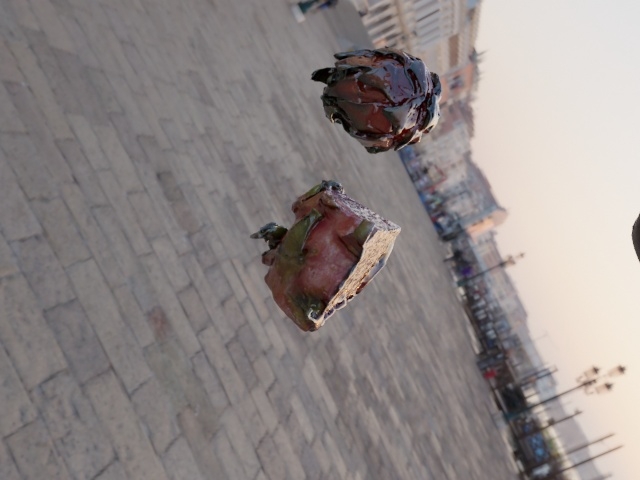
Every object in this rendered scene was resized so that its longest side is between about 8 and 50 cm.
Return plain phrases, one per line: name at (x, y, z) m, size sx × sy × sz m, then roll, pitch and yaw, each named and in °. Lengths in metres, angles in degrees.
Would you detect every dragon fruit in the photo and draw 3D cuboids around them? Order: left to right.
dragon fruit at (0.000, 0.000, 0.631) m, size 0.096 × 0.102 × 0.147 m, roll 40°, pitch 14°, yaw 9°
dragon fruit at (0.099, -0.223, 1.246) m, size 0.182 × 0.189 × 0.182 m, roll 55°, pitch -17°, yaw 26°

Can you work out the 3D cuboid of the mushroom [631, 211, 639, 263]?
mushroom at (0.545, -0.036, 1.152) m, size 0.194 × 0.231 × 0.138 m, roll 12°, pitch 23°, yaw -46°
